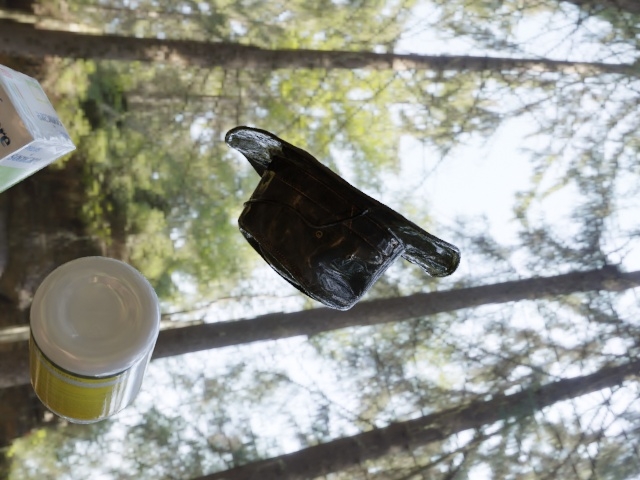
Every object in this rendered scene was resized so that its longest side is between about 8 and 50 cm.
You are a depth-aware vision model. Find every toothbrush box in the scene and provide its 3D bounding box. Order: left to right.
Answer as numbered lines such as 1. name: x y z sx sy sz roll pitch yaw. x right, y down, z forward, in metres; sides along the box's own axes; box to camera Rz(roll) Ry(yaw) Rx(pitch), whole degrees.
1. toothbrush box: -0.493 -0.105 1.247 0.122 0.283 0.206 61 2 -2

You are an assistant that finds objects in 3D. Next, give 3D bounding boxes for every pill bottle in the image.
1. pill bottle: -0.199 0.096 0.823 0.103 0.103 0.184 67 -26 21

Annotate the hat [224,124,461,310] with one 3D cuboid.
1. hat: 0.000 0.000 1.154 0.331 0.331 0.134 20 -103 49
